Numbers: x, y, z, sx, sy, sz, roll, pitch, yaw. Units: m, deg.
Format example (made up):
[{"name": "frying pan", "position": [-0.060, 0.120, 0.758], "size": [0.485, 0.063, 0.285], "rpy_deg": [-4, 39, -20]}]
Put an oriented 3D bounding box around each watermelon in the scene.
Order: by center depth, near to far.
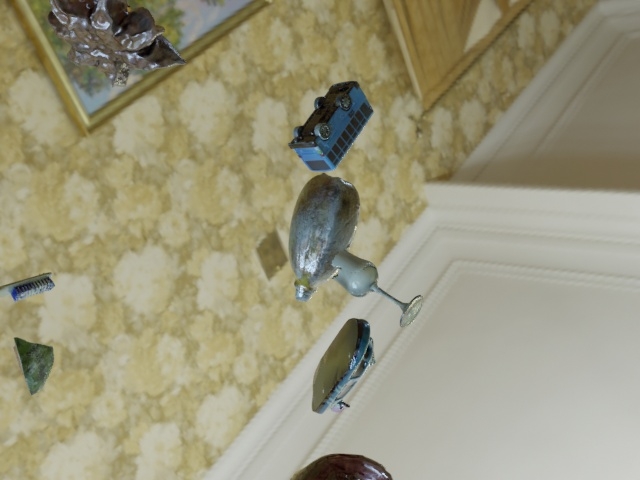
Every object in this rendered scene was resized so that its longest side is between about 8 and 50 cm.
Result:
[{"name": "watermelon", "position": [-0.744, 0.323, 2.208], "size": [0.101, 0.155, 0.080], "rpy_deg": [-7, 173, -36]}]

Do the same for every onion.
[{"name": "onion", "position": [0.041, 0.514, 1.538], "size": [0.252, 0.219, 0.252], "rpy_deg": [12, -147, -8]}]

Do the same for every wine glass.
[{"name": "wine glass", "position": [0.108, 0.093, 1.709], "size": [0.195, 0.079, 0.079], "rpy_deg": [32, -123, 27]}]

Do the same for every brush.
[{"name": "brush", "position": [-0.526, 0.091, 1.415], "size": [0.179, 0.030, 0.033], "rpy_deg": [-18, 162, -45]}]

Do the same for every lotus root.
[{"name": "lotus root", "position": [0.000, 0.000, 2.063], "size": [0.158, 0.322, 0.140], "rpy_deg": [13, -176, -18]}]

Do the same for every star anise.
[{"name": "star anise", "position": [-0.437, -0.422, 1.789], "size": [0.315, 0.315, 0.108], "rpy_deg": [-1, -127, 32]}]

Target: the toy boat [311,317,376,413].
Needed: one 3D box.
[{"name": "toy boat", "position": [0.069, 0.287, 1.923], "size": [0.092, 0.299, 0.134], "rpy_deg": [17, -131, -12]}]

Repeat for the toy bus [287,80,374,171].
[{"name": "toy bus", "position": [0.027, -0.237, 1.769], "size": [0.090, 0.106, 0.184], "rpy_deg": [3, -129, 50]}]
